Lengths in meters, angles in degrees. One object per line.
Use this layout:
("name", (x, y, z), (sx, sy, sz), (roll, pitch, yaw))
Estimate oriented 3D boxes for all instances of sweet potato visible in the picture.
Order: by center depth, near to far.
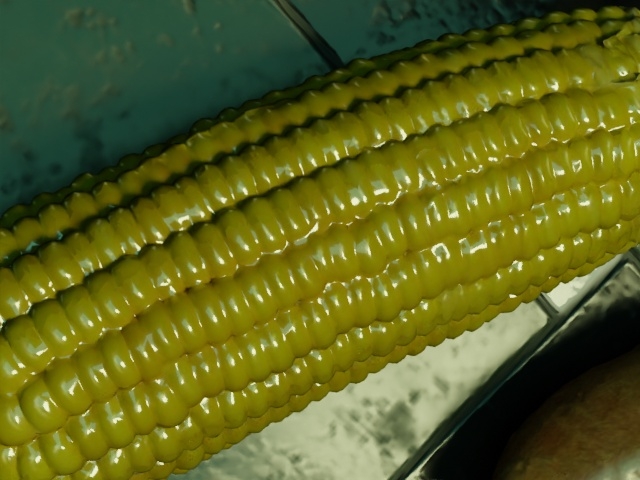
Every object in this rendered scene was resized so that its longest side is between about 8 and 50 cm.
("sweet potato", (0.253, 0.076, 0.648), (0.385, 0.109, 0.109), (-10, 95, -12))

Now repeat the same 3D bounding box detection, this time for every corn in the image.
("corn", (0.000, 0.000, 0.579), (0.344, 0.131, 0.131), (-24, 97, -12))
